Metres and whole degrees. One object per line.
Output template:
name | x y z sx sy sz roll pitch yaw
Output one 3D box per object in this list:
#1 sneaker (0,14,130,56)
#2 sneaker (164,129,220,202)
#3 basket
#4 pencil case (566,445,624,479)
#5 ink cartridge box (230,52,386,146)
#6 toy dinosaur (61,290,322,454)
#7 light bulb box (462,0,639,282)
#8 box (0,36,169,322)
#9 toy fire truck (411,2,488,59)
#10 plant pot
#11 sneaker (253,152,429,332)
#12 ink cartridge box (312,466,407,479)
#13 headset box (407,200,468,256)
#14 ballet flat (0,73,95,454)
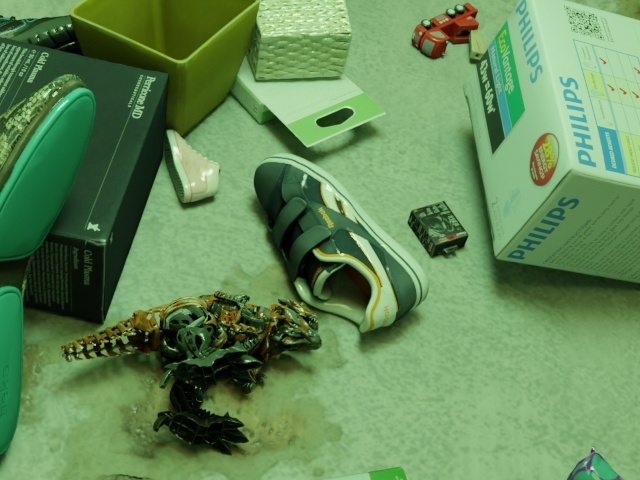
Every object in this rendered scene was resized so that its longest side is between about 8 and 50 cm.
sneaker | -0.465 -0.319 1.695 0.341 0.125 0.139 -15 50 -25
sneaker | -0.194 -0.116 1.626 0.070 0.051 0.134 -9 56 -21
basket | -0.036 -0.334 1.730 0.167 0.113 0.103 -6 54 -14
pencil case | 0.385 0.336 1.349 0.152 0.064 0.070 40 70 20
ink cartridge box | -0.031 -0.239 1.759 0.171 0.056 0.235 -26 61 -29
toy dinosaur | -0.157 0.147 1.378 0.322 0.164 0.218 -18 39 -2
light bulb box | 0.440 -0.144 1.602 0.361 0.225 0.358 10 53 -19
box | -0.404 -0.096 1.480 0.313 0.179 0.343 12 49 -1
toy fire truck | 0.276 -0.369 1.937 0.192 0.047 0.135 -29 62 -30
plant pot | -0.239 -0.293 1.668 0.212 0.187 0.212 26 50 18
sneaker | 0.000 0.000 1.516 0.321 0.126 0.127 41 49 20
ink cartridge box | 0.011 0.361 1.236 0.208 0.087 0.153 -4 52 -16
headset box | 0.182 -0.015 1.627 0.062 0.032 0.083 -17 56 -23
ballet flat | -0.411 0.024 1.243 0.182 0.482 0.164 17 6 14
